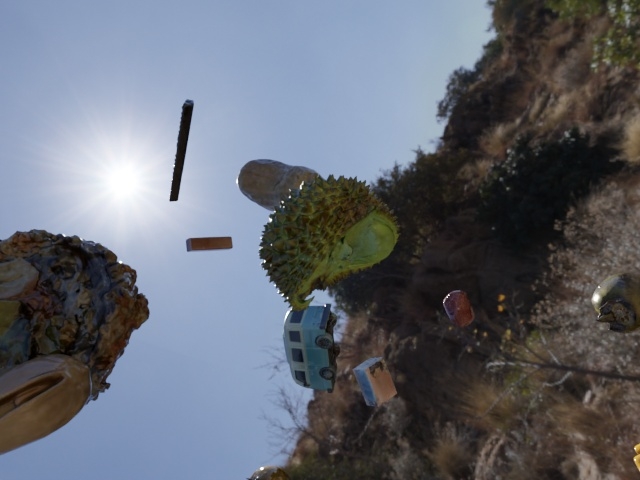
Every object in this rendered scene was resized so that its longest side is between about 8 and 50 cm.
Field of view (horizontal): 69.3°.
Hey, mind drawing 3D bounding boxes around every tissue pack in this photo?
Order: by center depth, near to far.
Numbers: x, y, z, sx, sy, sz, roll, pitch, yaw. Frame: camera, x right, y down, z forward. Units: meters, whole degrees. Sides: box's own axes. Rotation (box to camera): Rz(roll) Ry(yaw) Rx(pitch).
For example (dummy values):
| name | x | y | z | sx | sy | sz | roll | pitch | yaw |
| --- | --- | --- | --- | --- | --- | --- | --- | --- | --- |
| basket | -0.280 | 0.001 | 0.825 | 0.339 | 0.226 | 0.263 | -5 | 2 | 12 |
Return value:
| name | x | y | z | sx | sy | sz | roll | pitch | yaw |
| --- | --- | --- | --- | --- | --- | --- | --- | --- | --- |
| tissue pack | 0.127 | 0.328 | 1.076 | 0.074 | 0.059 | 0.094 | -21 | -92 | -37 |

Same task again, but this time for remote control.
| name | x | y | z | sx | sy | sz | roll | pitch | yaw |
| --- | --- | --- | --- | --- | --- | --- | --- | --- | --- |
| remote control | -0.331 | -0.210 | 1.097 | 0.063 | 0.025 | 0.245 | -114 | 37 | -58 |

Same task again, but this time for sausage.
| name | x | y | z | sx | sy | sz | roll | pitch | yaw |
| --- | --- | --- | --- | --- | --- | --- | --- | --- | --- |
| sausage | 0.302 | 0.150 | 1.011 | 0.094 | 0.054 | 0.059 | 58 | -165 | -36 |

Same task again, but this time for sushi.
| name | x | y | z | sx | sy | sz | roll | pitch | yaw |
| --- | --- | --- | --- | --- | --- | --- | --- | --- | --- |
| sushi | -0.580 | 0.166 | 0.941 | 0.176 | 0.418 | 0.417 | 115 | 175 | -69 |

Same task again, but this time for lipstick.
| name | x | y | z | sx | sy | sz | roll | pitch | yaw |
| --- | --- | --- | --- | --- | --- | --- | --- | --- | --- |
| lipstick | -0.366 | 0.011 | 1.532 | 0.145 | 0.045 | 0.045 | -2 | -97 | -37 |

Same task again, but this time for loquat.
| name | x | y | z | sx | sy | sz | roll | pitch | yaw |
| --- | --- | --- | --- | --- | --- | --- | --- | --- | --- |
| loquat | -0.146 | 0.724 | 1.326 | 0.163 | 0.137 | 0.163 | 45 | -159 | -22 |

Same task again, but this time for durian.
| name | x | y | z | sx | sy | sz | roll | pitch | yaw |
| --- | --- | --- | --- | --- | --- | --- | --- | --- | --- |
| durian | 0.002 | -0.003 | 0.772 | 0.237 | 0.176 | 0.200 | -39 | -43 | -15 |

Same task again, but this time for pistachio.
| name | x | y | z | sx | sy | sz | roll | pitch | yaw |
| --- | --- | --- | --- | --- | --- | --- | --- | --- | --- |
| pistachio | -0.487 | 0.272 | 0.758 | 0.223 | 0.152 | 0.126 | -28 | -100 | -42 |

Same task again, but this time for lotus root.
| name | x | y | z | sx | sy | sz | roll | pitch | yaw |
| --- | --- | --- | --- | --- | --- | --- | --- | --- | --- |
| lotus root | 0.800 | 0.168 | 1.222 | 0.278 | 0.154 | 0.154 | -9 | -73 | -50 |

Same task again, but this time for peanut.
| name | x | y | z | sx | sy | sz | roll | pitch | yaw |
| --- | --- | --- | --- | --- | --- | --- | --- | --- | --- |
| peanut | -0.095 | -0.143 | 1.278 | 0.159 | 0.291 | 0.143 | 18 | -91 | -53 |

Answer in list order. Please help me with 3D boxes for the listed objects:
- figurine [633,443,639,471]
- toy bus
| name | x | y | z | sx | sy | sz | roll | pitch | yaw |
| --- | --- | --- | --- | --- | --- | --- | --- | --- | --- |
| figurine | 0.939 | 0.462 | 1.154 | 0.343 | 0.187 | 0.215 | -55 | -13 | 21 |
| toy bus | -0.028 | 0.344 | 1.474 | 0.133 | 0.165 | 0.271 | -71 | -22 | -61 |
